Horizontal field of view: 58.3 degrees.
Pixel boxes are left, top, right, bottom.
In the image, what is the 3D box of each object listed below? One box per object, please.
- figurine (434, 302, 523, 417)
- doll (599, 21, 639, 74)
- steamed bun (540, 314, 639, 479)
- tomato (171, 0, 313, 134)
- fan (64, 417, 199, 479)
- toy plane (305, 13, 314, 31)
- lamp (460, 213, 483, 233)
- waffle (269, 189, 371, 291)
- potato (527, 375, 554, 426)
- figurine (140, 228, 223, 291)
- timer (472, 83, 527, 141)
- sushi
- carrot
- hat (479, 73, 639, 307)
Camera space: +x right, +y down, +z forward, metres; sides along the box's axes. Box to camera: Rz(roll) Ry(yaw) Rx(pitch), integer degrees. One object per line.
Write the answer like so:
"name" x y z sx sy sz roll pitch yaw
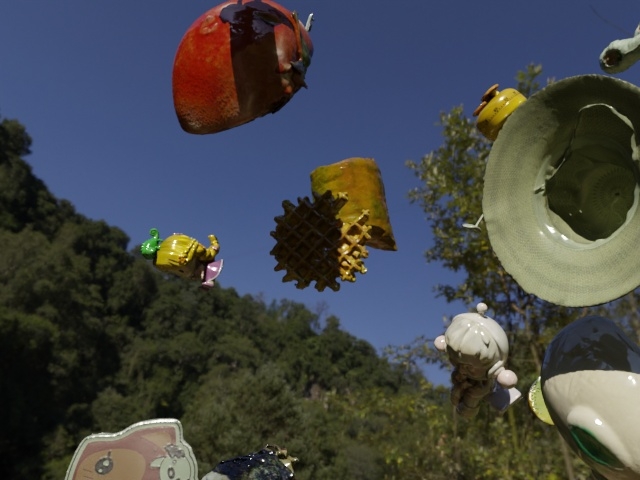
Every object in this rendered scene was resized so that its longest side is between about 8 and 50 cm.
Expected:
"figurine" 0.333 0.248 1.191 0.145 0.181 0.256 -18 -52 -3
"doll" 0.441 -0.275 0.690 0.214 0.103 0.071 -36 -92 16
"steamed bun" 0.341 0.199 0.667 0.131 0.228 0.177 -34 -57 9
"tomato" -0.166 -0.346 1.068 0.309 0.308 0.170 -5 -49 26
"fan" -0.232 0.262 0.578 0.220 0.132 0.009 -16 -31 -12
"toy plane" -0.039 -0.625 1.687 0.024 0.084 0.078 29 8 -17
"lamp" 0.444 -0.107 1.524 0.056 0.198 0.050 34 -6 -35
"waffle" 0.000 0.000 1.254 0.229 0.231 0.051 -2 -20 13
"potato" 0.508 0.309 1.175 0.119 0.198 0.054 39 -23 28
"figurine" -0.266 0.020 1.121 0.156 0.114 0.095 23 -35 -19
"timer" 0.358 -0.237 1.115 0.109 0.107 0.107 46 -29 11
"sushi" -0.047 0.339 0.685 0.115 0.212 0.147 -15 -46 -41
"carrot" 0.095 -0.108 1.810 0.242 0.340 0.241 -8 -13 -2
"hat" 0.309 -0.050 0.644 0.110 0.251 0.252 0 -22 -31
